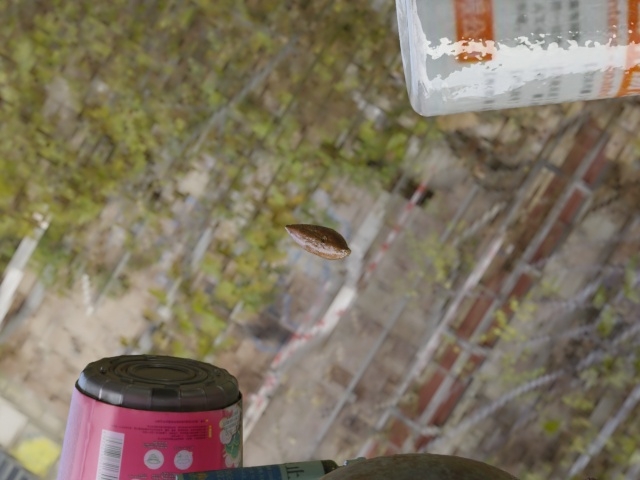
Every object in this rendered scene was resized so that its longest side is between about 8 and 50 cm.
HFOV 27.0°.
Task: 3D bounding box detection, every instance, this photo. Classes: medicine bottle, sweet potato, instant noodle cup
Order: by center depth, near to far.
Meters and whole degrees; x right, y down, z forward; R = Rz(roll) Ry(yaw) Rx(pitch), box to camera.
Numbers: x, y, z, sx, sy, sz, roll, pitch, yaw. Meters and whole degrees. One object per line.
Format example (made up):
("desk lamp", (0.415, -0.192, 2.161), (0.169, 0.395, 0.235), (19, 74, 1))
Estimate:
("medicine bottle", (0.255, -0.229, 1.190), (0.371, 0.211, 0.211), (-6, -174, 2))
("medicine bottle", (-0.047, 0.243, 1.300), (0.191, 0.051, 0.051), (-5, -166, -10))
("sweet potato", (0.000, 0.000, 1.400), (0.095, 0.034, 0.034), (25, 180, 40))
("instant noodle cup", (-0.185, 0.231, 1.485), (0.302, 0.182, 0.258), (1, -170, -32))

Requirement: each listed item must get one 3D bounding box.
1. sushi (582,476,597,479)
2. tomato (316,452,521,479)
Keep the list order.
("sushi", (0.389, 0.395, 1.644), (0.241, 0.107, 0.161), (57, 154, -16))
("tomato", (0.080, 0.317, 1.013), (0.316, 0.282, 0.317), (11, -127, -16))
